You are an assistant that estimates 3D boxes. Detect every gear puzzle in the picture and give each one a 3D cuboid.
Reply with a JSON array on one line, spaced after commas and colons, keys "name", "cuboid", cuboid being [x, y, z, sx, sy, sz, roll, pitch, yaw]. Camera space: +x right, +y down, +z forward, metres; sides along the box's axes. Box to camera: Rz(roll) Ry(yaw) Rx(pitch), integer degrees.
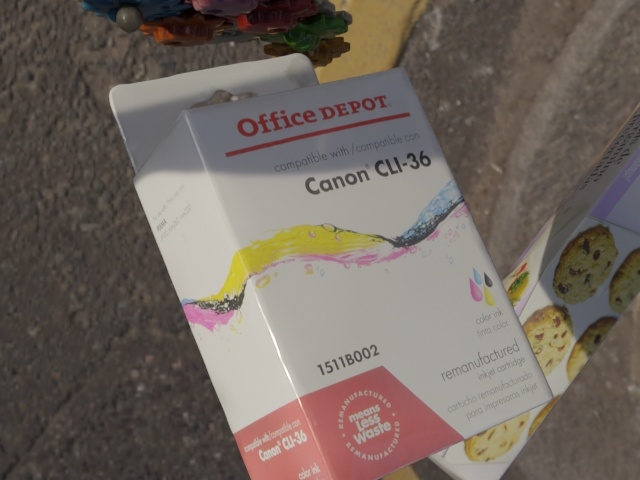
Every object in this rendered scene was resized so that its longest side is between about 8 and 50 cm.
[{"name": "gear puzzle", "cuboid": [-0.070, -0.187, 0.967, 0.176, 0.339, 0.044, -3, 88, 21]}]

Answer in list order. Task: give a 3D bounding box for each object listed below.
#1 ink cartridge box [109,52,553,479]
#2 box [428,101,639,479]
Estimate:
[{"name": "ink cartridge box", "cuboid": [0.000, 0.000, 0.452, 0.115, 0.198, 0.067, -17, 167, -33]}, {"name": "box", "cuboid": [0.174, 0.022, 0.723, 0.067, 0.063, 0.324, 42, 79, -8]}]
